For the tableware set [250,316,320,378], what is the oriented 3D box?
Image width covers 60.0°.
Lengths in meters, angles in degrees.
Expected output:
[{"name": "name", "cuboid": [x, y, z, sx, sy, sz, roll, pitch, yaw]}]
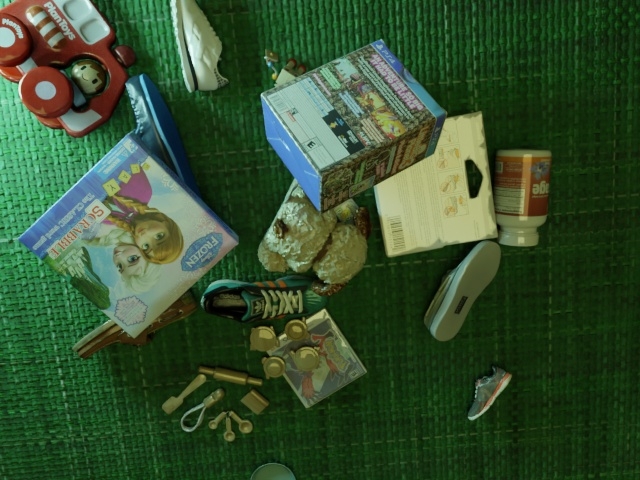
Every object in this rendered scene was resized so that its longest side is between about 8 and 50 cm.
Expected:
[{"name": "tableware set", "cuboid": [-0.086, 0.264, 1.353, 0.169, 0.020, 0.141, -14, 99, 3]}]

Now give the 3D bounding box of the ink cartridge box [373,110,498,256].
[{"name": "ink cartridge box", "cuboid": [0.254, -0.129, 1.280, 0.261, 0.066, 0.296, -10, 101, 4]}]

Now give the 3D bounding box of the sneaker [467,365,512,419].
[{"name": "sneaker", "cuboid": [0.414, 0.382, 1.403, 0.065, 0.061, 0.158, 39, 98, 19]}]

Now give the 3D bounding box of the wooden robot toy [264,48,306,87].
[{"name": "wooden robot toy", "cuboid": [-0.067, -0.352, 1.248, 0.173, 0.076, 0.079, 33, 133, -7]}]

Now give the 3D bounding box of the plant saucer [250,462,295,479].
[{"name": "plant saucer", "cuboid": [-0.123, 0.629, 1.444, 0.119, 0.021, 0.119, 0, 101, -1]}]

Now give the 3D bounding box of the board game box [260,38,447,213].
[{"name": "board game box", "cuboid": [0.063, -0.235, 1.134, 0.291, 0.141, 0.232, -28, 67, -14]}]

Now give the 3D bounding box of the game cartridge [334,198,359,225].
[{"name": "game cartridge", "cuboid": [0.064, -0.069, 1.318, 0.056, 0.017, 0.083, -36, 100, 1]}]

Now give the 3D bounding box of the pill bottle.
[{"name": "pill bottle", "cuboid": [0.458, -0.100, 1.269, 0.121, 0.121, 0.216, -1, 101, -1]}]

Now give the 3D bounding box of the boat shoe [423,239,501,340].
[{"name": "boat shoe", "cuboid": [0.331, 0.110, 1.324, 0.096, 0.088, 0.267, 14, 107, -28]}]

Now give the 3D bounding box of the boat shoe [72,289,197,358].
[{"name": "boat shoe", "cuboid": [-0.437, 0.206, 1.309, 0.307, 0.111, 0.104, -32, 99, 5]}]

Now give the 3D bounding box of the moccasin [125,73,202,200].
[{"name": "moccasin", "cuboid": [-0.370, -0.187, 1.225, 0.117, 0.138, 0.342, -16, 100, 6]}]

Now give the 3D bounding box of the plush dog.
[{"name": "plush dog", "cuboid": [0.000, 0.000, 1.232, 0.225, 0.210, 0.262, 28, 98, -8]}]

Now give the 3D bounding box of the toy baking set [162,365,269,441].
[{"name": "toy baking set", "cuboid": [-0.262, 0.408, 1.394, 0.256, 0.030, 0.196, 18, 100, -5]}]

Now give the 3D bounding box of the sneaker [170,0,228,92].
[{"name": "sneaker", "cuboid": [-0.268, -0.447, 1.211, 0.095, 0.090, 0.235, -12, 105, -12]}]

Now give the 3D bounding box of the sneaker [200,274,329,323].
[{"name": "sneaker", "cuboid": [-0.128, 0.147, 1.301, 0.302, 0.121, 0.108, -2, 101, -2]}]

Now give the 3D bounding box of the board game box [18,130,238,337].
[{"name": "board game box", "cuboid": [-0.397, -0.006, 1.179, 0.319, 0.066, 0.318, -43, 108, 4]}]

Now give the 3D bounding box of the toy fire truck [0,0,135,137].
[{"name": "toy fire truck", "cuboid": [-0.543, -0.390, 1.179, 0.254, 0.169, 0.302, -40, 101, -13]}]

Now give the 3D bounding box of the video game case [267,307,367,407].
[{"name": "video game case", "cuboid": [-0.012, 0.293, 1.382, 0.183, 0.023, 0.201, -32, 100, 5]}]
